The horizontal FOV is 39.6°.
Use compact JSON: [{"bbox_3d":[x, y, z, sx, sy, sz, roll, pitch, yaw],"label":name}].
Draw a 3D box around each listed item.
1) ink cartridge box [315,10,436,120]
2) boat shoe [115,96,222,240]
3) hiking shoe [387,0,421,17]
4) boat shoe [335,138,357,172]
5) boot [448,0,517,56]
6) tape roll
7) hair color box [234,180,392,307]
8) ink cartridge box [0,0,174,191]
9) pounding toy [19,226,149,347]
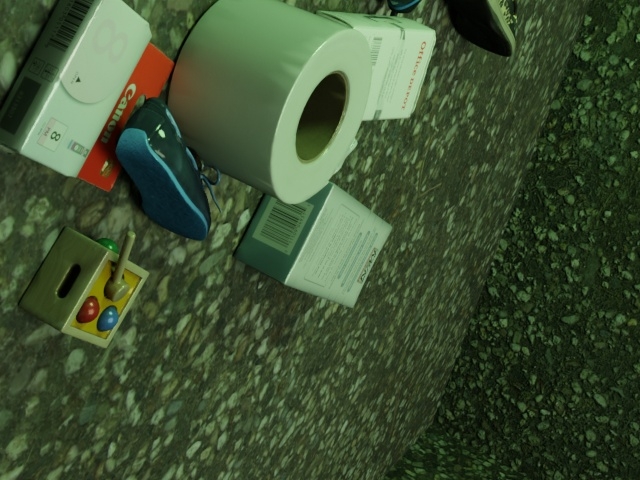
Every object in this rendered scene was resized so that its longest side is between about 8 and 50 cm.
[{"bbox_3d":[0.075,-0.283,1.446,0.217,0.092,0.159,-10,125,-46],"label":"ink cartridge box"},{"bbox_3d":[-0.177,-0.083,1.128,0.258,0.109,0.089,89,16,-65],"label":"boat shoe"},{"bbox_3d":[0.198,-0.521,1.528,0.304,0.113,0.132,-48,165,-16],"label":"hiking shoe"},{"bbox_3d":[0.029,-0.160,1.623,0.100,0.035,0.035,-51,128,-20],"label":"boat shoe"},{"bbox_3d":[0.382,-0.567,1.840,0.284,0.138,0.377,-63,153,-2],"label":"boot"},{"bbox_3d":[-0.063,-0.191,1.187,0.246,0.169,0.246,-49,155,-33],"label":"tape roll"},{"bbox_3d":[0.000,0.000,1.619,0.185,0.113,0.374,-63,158,-1],"label":"hair color box"},{"bbox_3d":[-0.238,-0.155,0.990,0.189,0.066,0.232,-63,154,-2],"label":"ink cartridge box"},{"bbox_3d":[-0.270,0.049,1.077,0.141,0.100,0.130,-61,159,-8],"label":"pounding toy"}]
